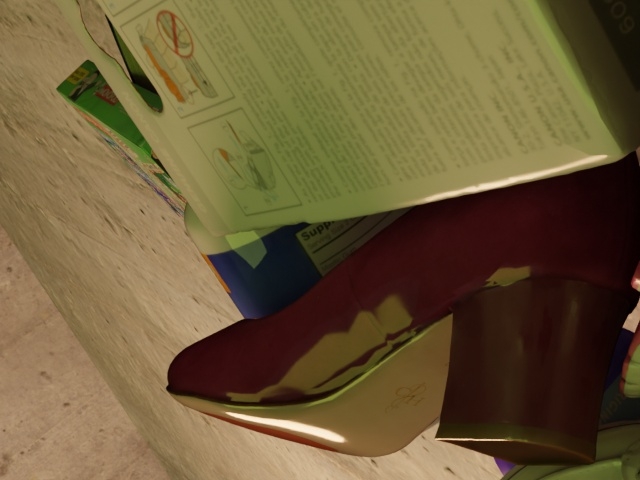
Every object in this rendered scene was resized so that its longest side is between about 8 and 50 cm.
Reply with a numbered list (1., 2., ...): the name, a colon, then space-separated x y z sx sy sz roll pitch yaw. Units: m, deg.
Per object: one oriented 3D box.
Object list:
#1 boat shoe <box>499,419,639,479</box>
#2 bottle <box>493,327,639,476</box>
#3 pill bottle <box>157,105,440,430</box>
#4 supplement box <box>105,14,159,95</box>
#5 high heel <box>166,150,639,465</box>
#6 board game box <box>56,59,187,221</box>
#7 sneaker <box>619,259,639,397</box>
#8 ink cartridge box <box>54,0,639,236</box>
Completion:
1. boat shoe: 0.182 0.124 0.632 0.076 0.226 0.083 12 -115 -67
2. bottle: 0.232 0.166 0.703 0.283 0.118 0.092 39 174 21
3. pill bottle: 0.000 0.000 0.907 0.272 0.152 0.152 57 161 -15
4. supplement box: -0.122 -0.153 1.065 0.083 0.056 0.083 39 158 38
5. high heel: 0.038 0.032 0.771 0.127 0.181 0.377 25 162 -37
6. board game box: -0.111 -0.049 1.116 0.213 0.046 0.317 49 173 -26
7. sneaker: 0.196 0.011 0.538 0.111 0.103 0.252 19 161 18
8. ink cartridge box: -0.024 -0.161 0.664 0.308 0.091 0.385 58 151 -13
